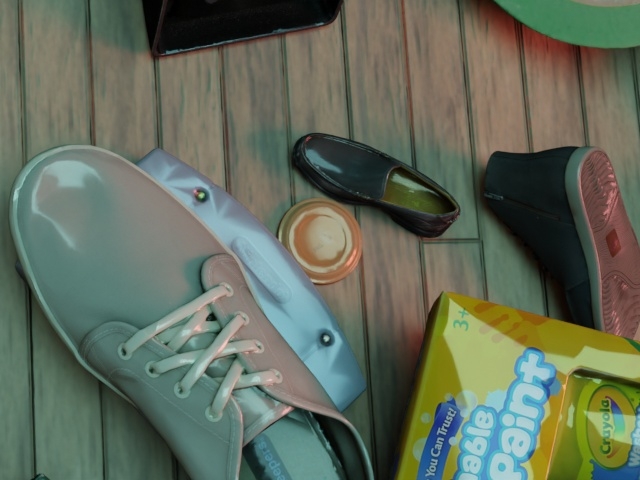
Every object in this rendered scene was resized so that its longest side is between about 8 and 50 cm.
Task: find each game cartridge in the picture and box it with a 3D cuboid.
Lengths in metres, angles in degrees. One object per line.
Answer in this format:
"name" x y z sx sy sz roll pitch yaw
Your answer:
"game cartridge" -0.105 0.071 1.361 0.196 0.060 0.294 -41 92 -16

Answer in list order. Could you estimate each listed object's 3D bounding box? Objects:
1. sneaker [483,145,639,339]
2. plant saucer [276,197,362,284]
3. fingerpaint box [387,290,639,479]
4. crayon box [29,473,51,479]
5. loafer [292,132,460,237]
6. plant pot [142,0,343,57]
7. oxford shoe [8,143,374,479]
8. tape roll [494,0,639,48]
"sneaker" 0.238 0.007 1.468 0.083 0.118 0.222 -33 118 -38
"plant saucer" 0.000 0.000 1.426 0.083 0.013 0.083 3 78 -15
"fingerpaint box" 0.222 0.306 1.284 0.371 0.163 0.445 15 80 2
"crayon box" -0.242 0.428 1.214 0.313 0.106 0.363 44 70 -3
"loafer" 0.056 -0.060 1.430 0.170 0.061 0.062 22 74 -10
"plant pot" -0.081 -0.299 1.389 0.188 0.187 0.167 -14 70 -18
"oxford shoe" -0.096 0.100 1.264 0.169 0.130 0.449 -34 88 -19
"tape roll" 0.282 -0.348 1.451 0.321 0.077 0.321 3 108 10
